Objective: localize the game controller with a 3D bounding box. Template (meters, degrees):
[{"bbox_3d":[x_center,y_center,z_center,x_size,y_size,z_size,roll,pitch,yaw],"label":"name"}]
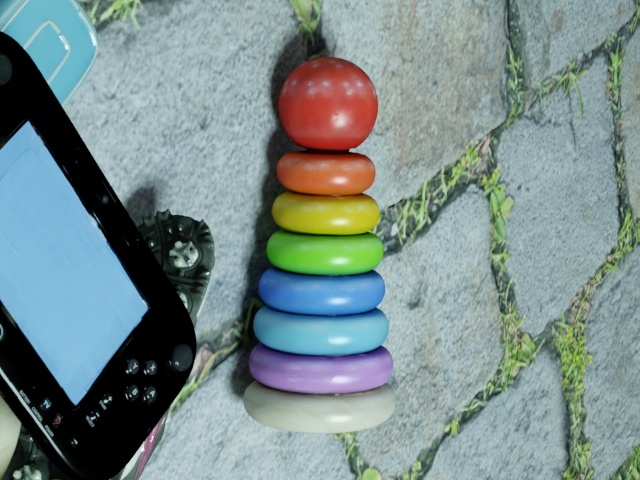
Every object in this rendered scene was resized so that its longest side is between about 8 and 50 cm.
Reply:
[{"bbox_3d":[-0.194,0.017,1.062,0.319,0.067,0.166,61,37,-30],"label":"game controller"}]

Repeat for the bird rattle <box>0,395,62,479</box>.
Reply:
[{"bbox_3d":[-0.294,0.142,1.074,0.253,0.143,0.207,32,63,-40],"label":"bird rattle"}]

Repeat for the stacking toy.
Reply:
[{"bbox_3d":[0.000,0.000,1.395,0.141,0.141,0.330,-8,100,-52],"label":"stacking toy"}]

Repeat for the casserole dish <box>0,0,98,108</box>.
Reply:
[{"bbox_3d":[-0.224,-0.119,1.113,0.188,0.037,0.114,-57,139,-23],"label":"casserole dish"}]

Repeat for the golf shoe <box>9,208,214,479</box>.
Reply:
[{"bbox_3d":[-0.161,0.106,1.243,0.272,0.105,0.120,-65,163,-11],"label":"golf shoe"}]
